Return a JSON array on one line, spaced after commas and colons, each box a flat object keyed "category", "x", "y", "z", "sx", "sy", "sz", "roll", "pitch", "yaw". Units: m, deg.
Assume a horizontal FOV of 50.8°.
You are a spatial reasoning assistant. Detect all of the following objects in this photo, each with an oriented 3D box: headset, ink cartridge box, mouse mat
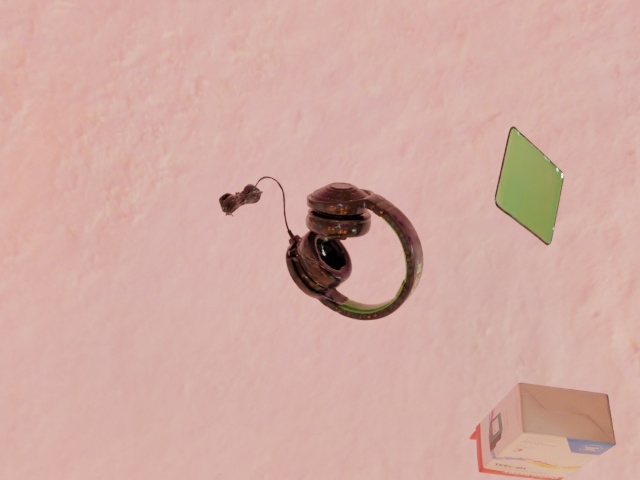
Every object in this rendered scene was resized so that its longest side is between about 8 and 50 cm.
[{"category": "headset", "x": 0.000, "y": 0.000, "z": 1.288, "sx": 0.394, "sy": 0.243, "sz": 0.185, "roll": 33, "pitch": 29, "yaw": 19}, {"category": "ink cartridge box", "x": 0.320, "y": 0.299, "z": 1.011, "sx": 0.134, "sy": 0.231, "sz": 0.077, "roll": 8, "pitch": 54, "yaw": -3}, {"category": "mouse mat", "x": 0.368, "y": -0.093, "z": 1.179, "sx": 0.190, "sy": 0.007, "sz": 0.152, "roll": 29, "pitch": 69, "yaw": -36}]
